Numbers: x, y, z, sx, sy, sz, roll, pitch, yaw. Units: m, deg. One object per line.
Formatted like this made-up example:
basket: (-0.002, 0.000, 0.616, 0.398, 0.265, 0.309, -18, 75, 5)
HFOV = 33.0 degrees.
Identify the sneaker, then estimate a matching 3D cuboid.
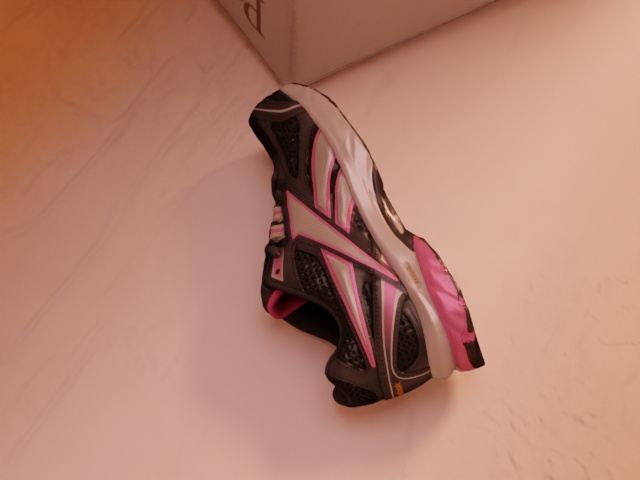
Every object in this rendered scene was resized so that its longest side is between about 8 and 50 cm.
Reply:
sneaker: (0.000, 0.000, 0.508, 0.077, 0.072, 0.178, -28, 54, -6)

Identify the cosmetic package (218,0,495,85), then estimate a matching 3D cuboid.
cosmetic package: (0.041, -0.365, 0.558, 0.327, 0.393, 0.329, -27, 60, -17)
